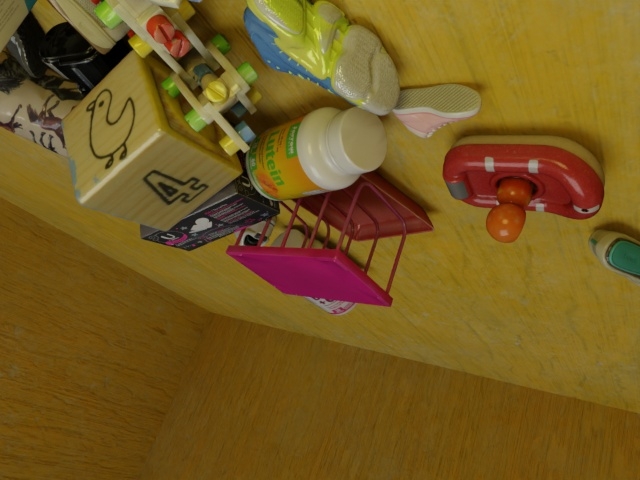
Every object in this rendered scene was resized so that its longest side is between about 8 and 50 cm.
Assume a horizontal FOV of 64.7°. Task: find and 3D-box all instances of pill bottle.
[{"bbox_3d":[-0.013,0.093,1.461,0.160,0.160,0.283,0,152,45],"label":"pill bottle"},{"bbox_3d":[-0.010,-0.148,0.862,0.136,0.136,0.246,34,156,-32],"label":"pill bottle"}]

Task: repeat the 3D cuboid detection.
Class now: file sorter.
[{"bbox_3d":[0.000,0.000,1.036,0.291,0.182,0.202,2,152,40],"label":"file sorter"}]

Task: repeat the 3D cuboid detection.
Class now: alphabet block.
[{"bbox_3d":[-0.283,-0.159,0.856,0.197,0.192,0.193,-34,154,20],"label":"alphabet block"}]

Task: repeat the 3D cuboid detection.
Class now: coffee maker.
[{"bbox_3d":[-0.360,-0.296,0.884,0.171,0.120,0.178,-22,154,1],"label":"coffee maker"}]

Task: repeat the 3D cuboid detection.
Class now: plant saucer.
[{"bbox_3d":[0.073,-0.086,1.078,0.258,0.047,0.259,32,157,-29],"label":"plant saucer"}]

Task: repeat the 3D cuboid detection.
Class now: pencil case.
[{"bbox_3d":[-0.532,-0.249,1.080,0.411,0.159,0.183,24,145,-12],"label":"pencil case"}]

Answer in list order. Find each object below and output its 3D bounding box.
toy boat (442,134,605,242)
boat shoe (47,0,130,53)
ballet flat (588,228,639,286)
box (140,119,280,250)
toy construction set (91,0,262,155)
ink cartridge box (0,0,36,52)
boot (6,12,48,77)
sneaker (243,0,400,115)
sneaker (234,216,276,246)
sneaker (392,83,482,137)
[{"bbox_3d":[0.293,-0.066,0.759,0.231,0.151,0.151,7,157,33],"label":"toy boat"},{"bbox_3d":[-0.359,-0.384,0.656,0.109,0.098,0.302,49,180,35],"label":"boat shoe"},{"bbox_3d":[0.582,0.048,0.904,0.249,0.086,0.086,27,159,-14],"label":"ballet flat"},{"bbox_3d":[-0.228,-0.101,1.007,0.247,0.163,0.142,-20,159,24],"label":"box"},{"bbox_3d":[-0.182,-0.264,0.656,0.215,0.151,0.327,52,169,17],"label":"toy construction set"},{"bbox_3d":[-0.529,-0.397,0.669,0.168,0.171,0.232,12,158,22],"label":"ink cartridge box"},{"bbox_3d":[-0.614,-0.395,0.904,0.209,0.076,0.189,13,146,2],"label":"boot"},{"bbox_3d":[-0.003,-0.253,0.681,0.240,0.091,0.126,38,167,-24],"label":"sneaker"},{"bbox_3d":[-0.206,-0.015,1.471,0.094,0.091,0.258,25,160,-13],"label":"sneaker"},{"bbox_3d":[0.171,-0.182,0.725,0.134,0.051,0.070,10,160,35],"label":"sneaker"}]
